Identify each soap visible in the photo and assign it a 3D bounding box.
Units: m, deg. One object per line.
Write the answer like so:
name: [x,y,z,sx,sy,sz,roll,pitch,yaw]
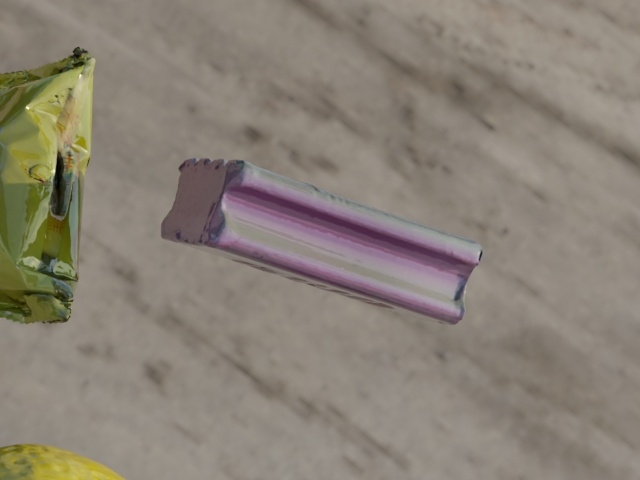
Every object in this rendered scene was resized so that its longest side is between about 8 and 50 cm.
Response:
soap: [0.000,0.000,1.393,0.203,0.065,0.122,18,-4,-22]

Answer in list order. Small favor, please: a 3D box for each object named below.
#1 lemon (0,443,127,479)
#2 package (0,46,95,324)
lemon: [-0.163,0.206,1.111,0.178,0.178,0.203,48,-3,25]
package: [-0.232,-0.028,1.406,0.090,0.168,0.226,32,56,-48]
